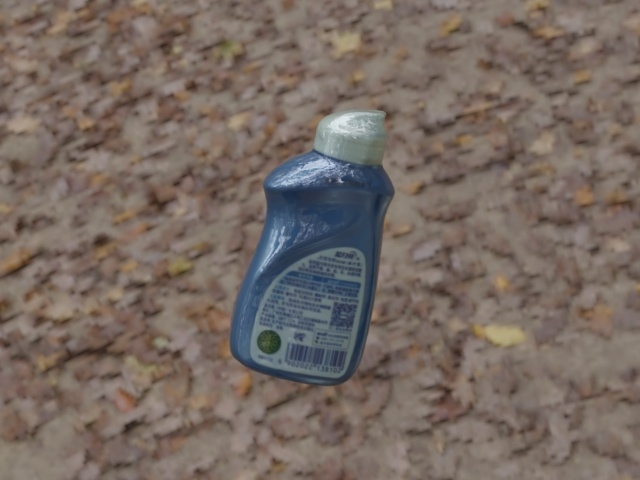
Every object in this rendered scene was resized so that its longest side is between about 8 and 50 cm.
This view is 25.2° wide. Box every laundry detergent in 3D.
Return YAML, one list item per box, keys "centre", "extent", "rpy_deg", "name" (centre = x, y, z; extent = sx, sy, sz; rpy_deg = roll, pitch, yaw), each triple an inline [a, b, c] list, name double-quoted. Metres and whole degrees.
- centre: [0.000, 0.000, 1.475]
  extent: [0.143, 0.289, 0.094]
  rpy_deg: [14, 13, -2]
  name: "laundry detergent"
